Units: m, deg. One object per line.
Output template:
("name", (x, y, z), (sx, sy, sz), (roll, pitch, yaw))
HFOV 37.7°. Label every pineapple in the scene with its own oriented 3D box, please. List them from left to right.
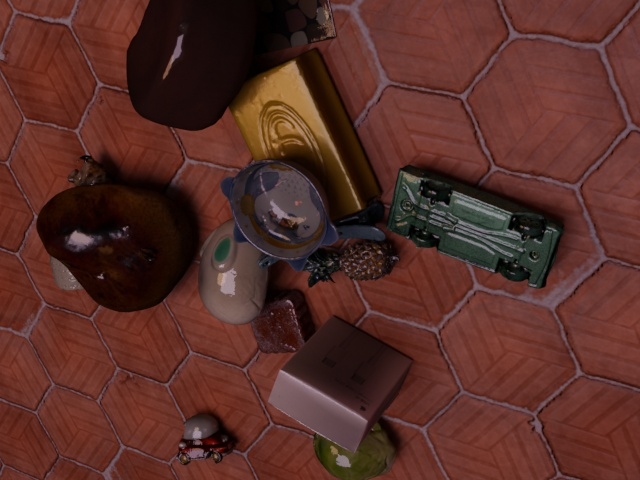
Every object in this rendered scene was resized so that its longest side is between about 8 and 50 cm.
("pineapple", (0.060, 0.045, 1.885), (0.221, 0.103, 0.083), (-7, 87, 28))

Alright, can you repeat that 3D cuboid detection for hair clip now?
("hair clip", (0.000, 0.000, 1.861), (0.275, 0.083, 0.048), (-18, 139, 19))

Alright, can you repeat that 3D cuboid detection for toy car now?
("toy car", (-0.282, 0.476, 2.276), (0.139, 0.112, 0.112), (-5, 95, 20))
("toy car", (0.283, -0.033, 1.719), (0.321, 0.097, 0.141), (22, 121, 19))

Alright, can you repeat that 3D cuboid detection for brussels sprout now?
("brussels sprout", (0.070, 0.457, 2.052), (0.183, 0.145, 0.131), (40, 152, 12))

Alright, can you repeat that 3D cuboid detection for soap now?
("soap", (-0.036, -0.185, 1.819), (0.204, 0.096, 0.324), (-19, 103, 33))

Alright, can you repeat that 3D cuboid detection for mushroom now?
("mushroom", (-0.440, -0.015, 2.078), (0.345, 0.259, 0.345), (3, 134, 3))

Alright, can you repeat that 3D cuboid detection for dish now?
("dish", (-0.069, -0.064, 1.783), (0.236, 0.086, 0.228), (45, 127, 1))

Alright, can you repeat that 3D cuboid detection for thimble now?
("thimble", (-0.585, 0.060, 2.230), (0.115, 0.102, 0.090), (1, 113, 20))

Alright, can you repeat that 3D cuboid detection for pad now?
("pad", (-0.087, -0.440, 1.780), (0.235, 0.003, 0.158), (-4, 111, 30))

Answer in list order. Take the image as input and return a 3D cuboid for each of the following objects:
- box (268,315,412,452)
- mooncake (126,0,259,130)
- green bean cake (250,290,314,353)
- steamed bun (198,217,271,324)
("box", (0.044, 0.287, 1.908), (0.203, 0.252, 0.106), (30, 123, 14))
("mooncake", (-0.243, -0.371, 1.751), (0.334, 0.174, 0.325), (24, 105, 63))
("green bean cake", (-0.087, 0.177, 2.046), (0.136, 0.056, 0.135), (-6, 111, 31))
("steamed bun", (-0.188, 0.063, 1.963), (0.177, 0.131, 0.228), (35, 118, 59))
